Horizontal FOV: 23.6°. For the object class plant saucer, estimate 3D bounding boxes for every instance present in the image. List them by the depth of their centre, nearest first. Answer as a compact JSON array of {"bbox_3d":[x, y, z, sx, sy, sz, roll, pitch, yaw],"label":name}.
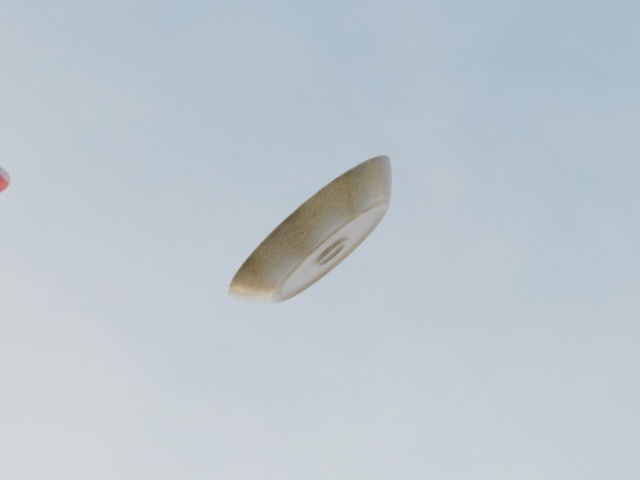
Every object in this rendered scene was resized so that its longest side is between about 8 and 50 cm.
[{"bbox_3d":[0.000,0.000,0.600,0.015,0.083,0.083,50,-64,11],"label":"plant saucer"}]

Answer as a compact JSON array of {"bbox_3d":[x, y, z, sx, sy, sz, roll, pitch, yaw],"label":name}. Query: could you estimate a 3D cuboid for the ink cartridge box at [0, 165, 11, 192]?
[{"bbox_3d":[-0.218,0.032,0.264,0.296,0.261,0.066,-38,-124,-2],"label":"ink cartridge box"}]
